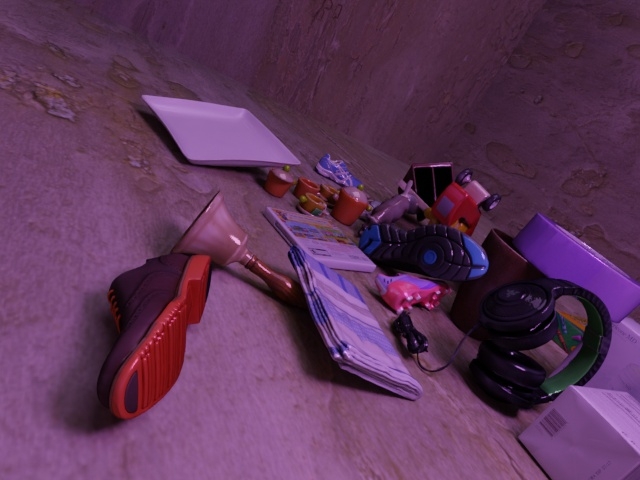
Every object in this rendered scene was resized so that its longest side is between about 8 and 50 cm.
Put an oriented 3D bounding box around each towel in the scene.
[{"bbox_3d":[0.052,0.130,0.753,0.209,0.034,0.285,35,15,-34],"label":"towel"}]

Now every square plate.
[{"bbox_3d":[-0.281,-0.297,1.256,0.348,0.049,0.344,-6,43,-41],"label":"square plate"}]

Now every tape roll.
[{"bbox_3d":[0.570,0.055,0.989,0.275,0.090,0.274,30,21,-13],"label":"tape roll"}]

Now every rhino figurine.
[{"bbox_3d":[0.183,-0.070,1.326,0.243,0.106,0.073,-31,78,-42],"label":"rhino figurine"}]

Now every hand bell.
[{"bbox_3d":[-0.108,0.040,0.738,0.242,0.126,0.126,38,17,-15],"label":"hand bell"}]

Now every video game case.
[{"bbox_3d":[0.000,0.000,1.070,0.227,0.026,0.206,9,29,-45],"label":"video game case"}]

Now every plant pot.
[{"bbox_3d":[0.428,0.124,1.073,0.216,0.230,0.215,30,22,-13],"label":"plant pot"}]

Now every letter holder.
[{"bbox_3d":[0.410,-0.152,1.738,0.152,0.214,0.302,-3,-10,-1],"label":"letter holder"}]

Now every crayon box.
[{"bbox_3d":[0.870,0.329,1.451,0.279,0.081,0.165,16,25,-36],"label":"crayon box"}]

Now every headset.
[{"bbox_3d":[0.351,0.185,0.859,0.395,0.243,0.185,0,16,-12],"label":"headset"}]

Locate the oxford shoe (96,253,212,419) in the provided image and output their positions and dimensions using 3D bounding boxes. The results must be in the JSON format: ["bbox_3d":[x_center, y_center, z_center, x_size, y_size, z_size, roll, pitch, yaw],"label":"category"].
[{"bbox_3d":[-0.196,0.091,0.498,0.099,0.096,0.271,8,18,-4],"label":"oxford shoe"}]

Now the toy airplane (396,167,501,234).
[{"bbox_3d":[0.404,-0.024,1.435,0.384,0.273,0.386,57,-7,-19],"label":"toy airplane"}]

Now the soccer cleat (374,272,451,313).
[{"bbox_3d":[0.222,0.111,1.039,0.248,0.083,0.095,0,43,-49],"label":"soccer cleat"}]

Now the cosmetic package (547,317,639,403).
[{"bbox_3d":[0.696,0.322,1.002,0.138,0.224,0.224,18,23,-34],"label":"cosmetic package"}]

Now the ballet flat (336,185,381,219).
[{"bbox_3d":[0.135,-0.116,1.495,0.079,0.076,0.222,-18,44,-41],"label":"ballet flat"}]

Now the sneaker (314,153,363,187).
[{"bbox_3d":[0.084,-0.263,1.746,0.211,0.081,0.080,25,19,-21],"label":"sneaker"}]

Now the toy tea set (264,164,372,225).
[{"bbox_3d":[0.002,-0.149,1.284,0.336,0.124,0.200,5,32,-51],"label":"toy tea set"}]

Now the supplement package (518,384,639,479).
[{"bbox_3d":[0.489,0.350,0.762,0.244,0.139,0.133,18,24,-35],"label":"supplement package"}]

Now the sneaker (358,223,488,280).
[{"bbox_3d":[0.264,0.029,1.110,0.341,0.124,0.140,16,-7,44],"label":"sneaker"}]
